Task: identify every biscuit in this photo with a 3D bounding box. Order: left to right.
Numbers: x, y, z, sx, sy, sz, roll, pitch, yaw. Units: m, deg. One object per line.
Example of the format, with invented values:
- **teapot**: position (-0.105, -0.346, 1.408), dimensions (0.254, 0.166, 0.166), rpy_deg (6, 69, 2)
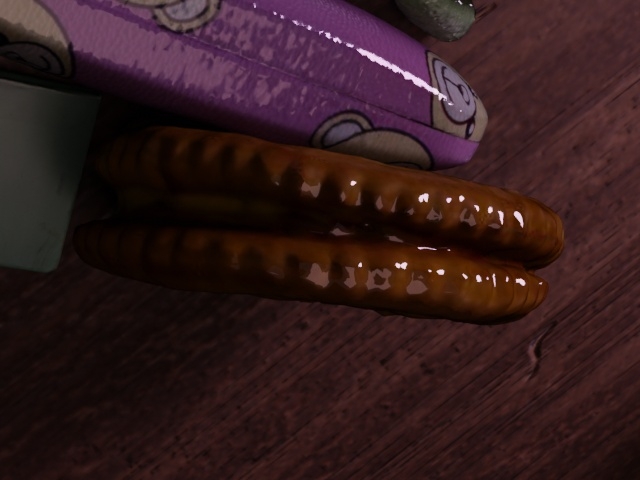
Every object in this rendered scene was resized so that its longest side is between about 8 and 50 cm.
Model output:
- **biscuit**: position (0.000, 0.000, 0.526), dimensions (0.220, 0.220, 0.066), rpy_deg (11, 86, -25)

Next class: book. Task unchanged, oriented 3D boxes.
- **book**: position (-0.184, -0.038, 0.552), dimensions (0.135, 0.017, 0.103), rpy_deg (10, 109, -25)

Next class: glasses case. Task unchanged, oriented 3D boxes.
- **glasses case**: position (-0.069, -0.098, 0.503), dimensions (0.316, 0.123, 0.076), rpy_deg (16, 103, -26)

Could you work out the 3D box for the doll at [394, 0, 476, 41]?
- **doll**: position (0.040, -0.155, 0.556), dimensions (0.115, 0.077, 0.150), rpy_deg (-19, 142, 34)
